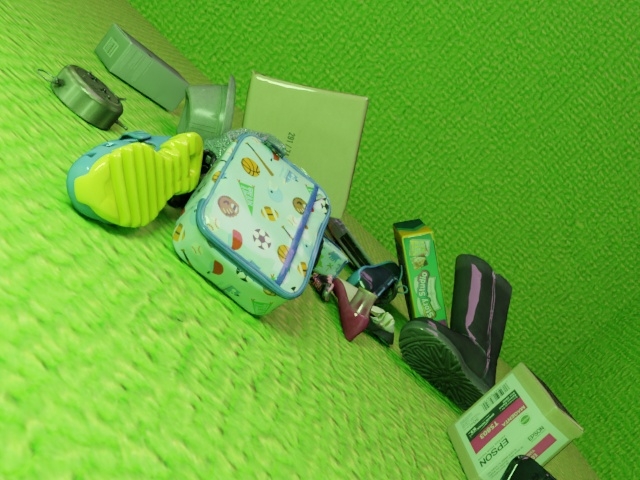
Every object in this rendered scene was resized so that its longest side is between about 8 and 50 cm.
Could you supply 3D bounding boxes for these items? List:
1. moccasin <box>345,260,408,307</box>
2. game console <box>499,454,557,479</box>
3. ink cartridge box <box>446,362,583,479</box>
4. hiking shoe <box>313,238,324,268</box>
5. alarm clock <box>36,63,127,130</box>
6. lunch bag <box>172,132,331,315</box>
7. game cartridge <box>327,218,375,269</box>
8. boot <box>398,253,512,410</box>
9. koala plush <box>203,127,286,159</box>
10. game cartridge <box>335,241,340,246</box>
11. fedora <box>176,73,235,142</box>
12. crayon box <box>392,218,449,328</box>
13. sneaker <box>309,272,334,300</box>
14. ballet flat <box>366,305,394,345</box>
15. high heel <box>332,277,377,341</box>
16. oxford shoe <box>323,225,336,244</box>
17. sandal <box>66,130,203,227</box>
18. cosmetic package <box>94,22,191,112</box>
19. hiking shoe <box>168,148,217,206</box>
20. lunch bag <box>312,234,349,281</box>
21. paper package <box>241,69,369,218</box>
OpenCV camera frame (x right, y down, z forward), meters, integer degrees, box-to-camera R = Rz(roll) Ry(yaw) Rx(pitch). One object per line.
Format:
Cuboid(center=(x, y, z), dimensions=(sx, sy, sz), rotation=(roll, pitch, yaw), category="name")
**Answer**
Cuboid(center=(0.172, 0.146, 1.795), dimensions=(0.117, 0.138, 0.342), rotation=(52, 25, 15), category="moccasin")
Cuboid(center=(0.371, 0.512, 0.873), dimensions=(0.293, 0.250, 0.173), rotation=(42, -17, -16), category="game console")
Cuboid(center=(0.391, 0.395, 1.238), dimensions=(0.088, 0.235, 0.193), rotation=(42, 9, -12), category="ink cartridge box")
Cuboid(center=(-0.126, 0.004, 1.214), dimensions=(0.132, 0.113, 0.304), rotation=(14, -4, 36), category="hiking shoe")
Cuboid(center=(-0.443, -0.276, 1.108), dimensions=(0.129, 0.064, 0.192), rotation=(49, 13, 22), category="alarm clock")
Cuboid(center=(-0.099, -0.035, 1.025), dimensions=(0.243, 0.115, 0.303), rotation=(39, 41, -17), category="lunch bag")
Cuboid(center=(0.095, 0.016, 1.999), dimensions=(0.297, 0.062, 0.198), rotation=(52, -5, -26), category="game cartridge")
Cuboid(center=(0.393, 0.198, 1.677), dimensions=(0.367, 0.146, 0.445), rotation=(49, 45, -25), category="boot")
Cuboid(center=(-0.160, -0.130, 1.354), dimensions=(0.203, 0.196, 0.221), rotation=(12, 32, -52), category="koala plush")
Cuboid(center=(-0.090, -0.095, 1.865), dimensions=(0.324, 0.053, 0.285), rotation=(47, 9, 16), category="game cartridge")
Cuboid(center=(-0.305, -0.325, 1.567), dimensions=(0.124, 0.244, 0.275), rotation=(11, 31, -17), category="fedora")
Cuboid(center=(0.324, 0.131, 1.929), dimensions=(0.313, 0.106, 0.363), rotation=(-84, 163, -81), category="crayon box")
Cuboid(center=(-0.001, 0.107, 1.425), dimensions=(0.057, 0.047, 0.119), rotation=(23, 12, -8), category="sneaker")
Cuboid(center=(0.145, 0.207, 1.503), dimensions=(0.203, 0.074, 0.074), rotation=(36, 12, -43), category="ballet flat")
Cuboid(center=(0.058, 0.161, 1.406), dimensions=(0.082, 0.117, 0.244), rotation=(31, -5, -21), category="high heel")
Cuboid(center=(0.000, 0.000, 1.650), dimensions=(0.212, 0.076, 0.076), rotation=(71, -3, -62), category="oxford shoe")
Cuboid(center=(-0.292, -0.102, 0.902), dimensions=(0.138, 0.126, 0.317), rotation=(9, 14, 7), category="sandal")
Cuboid(center=(-0.482, -0.467, 1.639), dimensions=(0.127, 0.107, 0.238), rotation=(47, 12, 32), category="cosmetic package")
Cuboid(center=(-0.227, -0.116, 1.159), dimensions=(0.086, 0.114, 0.227), rotation=(47, 10, 12), category="hiking shoe")
Cuboid(center=(-0.010, 0.029, 1.561), dimensions=(0.129, 0.096, 0.151), rotation=(39, -3, -19), category="lunch bag")
Cuboid(center=(-0.056, -0.249, 1.570), dimensions=(0.309, 0.325, 0.168), rotation=(11, 13, -3), category="paper package")
